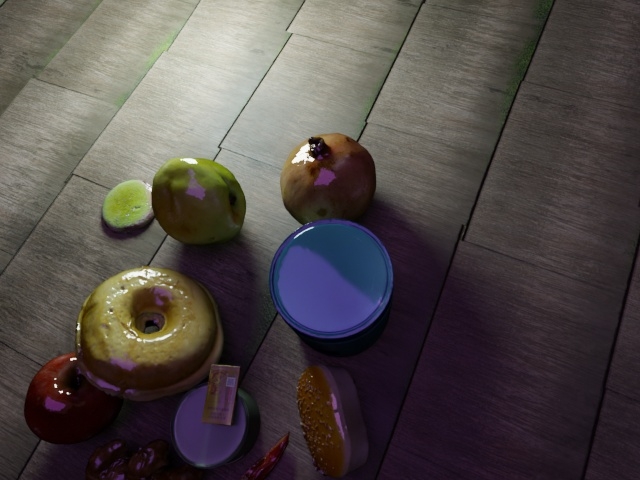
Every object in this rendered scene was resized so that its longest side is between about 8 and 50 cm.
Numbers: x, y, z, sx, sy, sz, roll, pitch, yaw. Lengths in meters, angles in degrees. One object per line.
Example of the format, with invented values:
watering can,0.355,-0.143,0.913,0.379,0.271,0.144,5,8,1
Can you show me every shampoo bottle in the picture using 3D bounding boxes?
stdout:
shampoo bottle,0.046,0.154,1.313,0.330,0.343,0.332,-3,68,6

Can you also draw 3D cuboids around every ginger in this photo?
ginger,-0.509,0.698,1.252,0.357,0.152,0.275,-2,72,8

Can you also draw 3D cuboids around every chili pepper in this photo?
chili pepper,-0.174,0.662,1.290,0.268,0.059,0.050,-45,107,-15

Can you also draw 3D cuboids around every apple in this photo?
apple,-0.722,0.468,1.334,0.260,0.217,0.261,12,40,-10

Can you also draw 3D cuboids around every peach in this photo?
peach,-0.411,-0.132,1.526,0.315,0.281,0.315,-10,102,32

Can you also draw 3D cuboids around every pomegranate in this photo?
pomegranate,0.023,-0.206,1.480,0.337,0.338,0.339,-3,67,6

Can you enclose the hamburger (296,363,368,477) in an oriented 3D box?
hamburger,0.027,0.493,1.242,0.151,0.227,0.296,-2,62,-19

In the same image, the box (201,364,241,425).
box,-0.274,0.428,1.248,0.088,0.022,0.157,1,67,7

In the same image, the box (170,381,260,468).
box,-0.301,0.532,1.303,0.225,0.149,0.226,-3,67,7

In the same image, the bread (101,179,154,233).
bread,-0.723,-0.133,1.699,0.228,0.033,0.229,-2,67,5

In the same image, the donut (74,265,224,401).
donut,-0.503,0.268,1.352,0.448,0.198,0.449,10,45,-11
